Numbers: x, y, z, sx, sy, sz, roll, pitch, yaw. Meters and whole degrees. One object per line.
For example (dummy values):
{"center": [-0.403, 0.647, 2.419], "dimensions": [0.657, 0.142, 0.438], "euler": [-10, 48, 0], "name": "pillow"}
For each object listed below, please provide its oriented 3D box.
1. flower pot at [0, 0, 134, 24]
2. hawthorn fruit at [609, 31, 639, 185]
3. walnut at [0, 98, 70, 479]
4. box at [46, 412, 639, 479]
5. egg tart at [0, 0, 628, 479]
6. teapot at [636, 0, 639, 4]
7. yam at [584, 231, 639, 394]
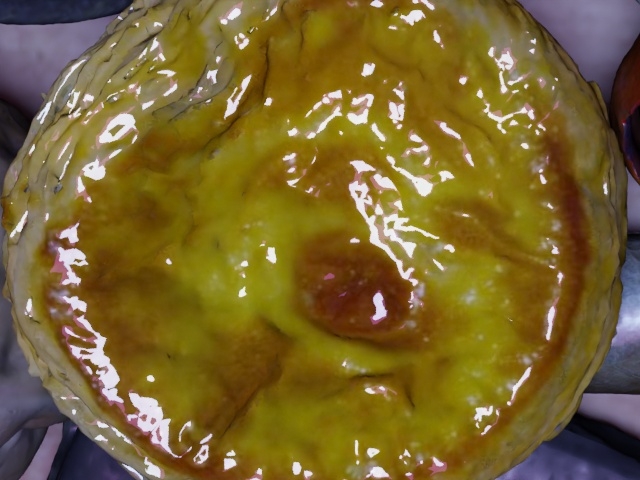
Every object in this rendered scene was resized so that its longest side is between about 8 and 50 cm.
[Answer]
{"center": [-0.077, -0.261, 0.466], "dimensions": [0.379, 0.251, 0.379], "euler": [-6, 100, -33], "name": "flower pot"}
{"center": [0.218, -0.058, 0.594], "dimensions": [0.148, 0.172, 0.148], "euler": [-4, 123, -6], "name": "hawthorn fruit"}
{"center": [-0.227, 0.034, 0.646], "dimensions": [0.248, 0.248, 0.248], "euler": [2, 102, 8], "name": "walnut"}
{"center": [-0.006, 0.220, 0.727], "dimensions": [0.359, 0.091, 0.350], "euler": [21, 105, 1], "name": "box"}
{"center": [0.000, 0.000, 0.604], "dimensions": [0.295, 0.116, 0.295], "euler": [0, 89, -7], "name": "egg tart"}
{"center": [0.210, -0.228, 0.420], "dimensions": [0.253, 0.344, 0.300], "euler": [-25, 54, -5], "name": "teapot"}
{"center": [0.235, 0.038, 0.653], "dimensions": [0.259, 0.093, 0.093], "euler": [0, 102, 7], "name": "yam"}
